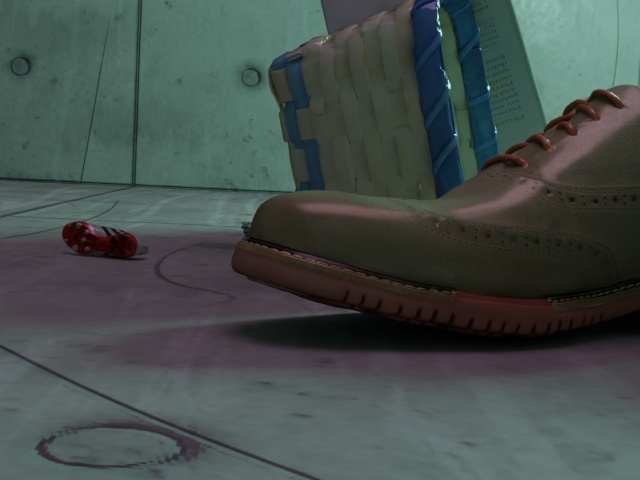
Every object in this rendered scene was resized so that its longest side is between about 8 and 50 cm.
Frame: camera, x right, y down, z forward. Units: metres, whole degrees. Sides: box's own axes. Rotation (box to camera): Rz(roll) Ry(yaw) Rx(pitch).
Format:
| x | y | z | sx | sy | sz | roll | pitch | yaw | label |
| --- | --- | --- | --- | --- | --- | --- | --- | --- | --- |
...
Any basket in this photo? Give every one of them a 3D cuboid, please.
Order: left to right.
| x | y | z | sx | sy | sz | roll | pitch | yaw | label |
| --- | --- | --- | --- | --- | --- | --- | --- | --- | --- |
| 0.121 | -0.086 | 0.781 | 0.289 | 0.255 | 0.201 | -3 | 13 | 22 | basket |

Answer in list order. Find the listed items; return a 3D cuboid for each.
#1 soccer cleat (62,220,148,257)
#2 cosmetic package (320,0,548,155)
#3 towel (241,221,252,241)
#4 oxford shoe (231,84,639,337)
| x | y | z | sx | sy | sz | roll | pitch | yaw | label |
| --- | --- | --- | --- | --- | --- | --- | --- | --- | --- |
| -0.191 | 0.001 | 0.896 | 0.083 | 0.029 | 0.035 | 9 | -2 | 25 | soccer cleat |
| 0.134 | -0.200 | 1.081 | 0.161 | 0.230 | 0.453 | -18 | -28 | 13 | cosmetic package |
| 0.000 | 0.000 | 1.090 | 0.152 | 0.023 | 0.113 | 4 | 6 | -21 | towel |
| 0.136 | -0.022 | 0.612 | 0.397 | 0.146 | 0.140 | 0 | 6 | -27 | oxford shoe |
